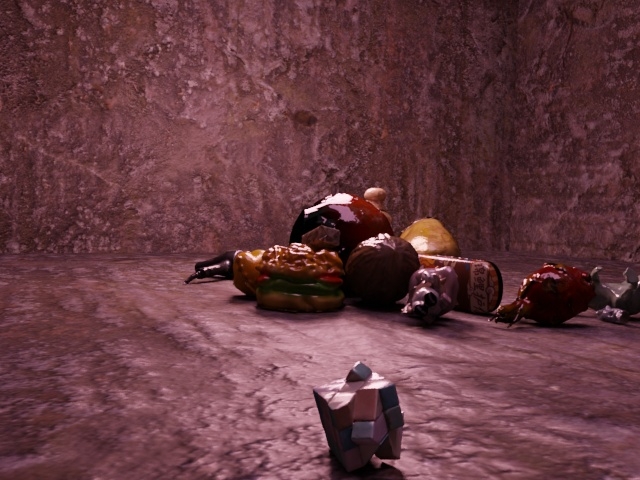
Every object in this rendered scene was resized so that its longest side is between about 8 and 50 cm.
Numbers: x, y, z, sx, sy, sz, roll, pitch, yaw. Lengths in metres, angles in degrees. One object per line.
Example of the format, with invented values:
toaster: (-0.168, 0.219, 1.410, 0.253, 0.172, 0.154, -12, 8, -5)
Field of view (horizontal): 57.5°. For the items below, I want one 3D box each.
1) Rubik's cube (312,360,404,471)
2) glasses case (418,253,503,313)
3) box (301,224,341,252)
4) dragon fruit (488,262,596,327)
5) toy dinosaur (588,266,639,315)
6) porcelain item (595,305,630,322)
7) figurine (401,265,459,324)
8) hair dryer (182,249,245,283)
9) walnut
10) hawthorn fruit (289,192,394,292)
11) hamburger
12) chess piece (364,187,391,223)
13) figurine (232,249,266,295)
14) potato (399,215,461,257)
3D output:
Rubik's cube: (0.042, 0.157, 0.520, 0.073, 0.075, 0.084, -16, 23, -18)
glasses case: (0.316, 0.100, 1.426, 0.082, 0.122, 0.321, 2, 2, -28)
box: (0.000, 0.000, 1.436, 0.062, 0.045, 0.098, 19, -24, -28)
dragon fruit: (0.453, 0.124, 1.207, 0.246, 0.125, 0.125, -21, -19, -23)
toy dinosaur: (0.697, 0.116, 1.280, 0.392, 0.092, 0.206, 10, -34, 8)
porcelain item: (0.628, 0.161, 1.259, 0.036, 0.028, 0.083, -35, 6, -8)
figurine: (0.235, 0.114, 1.232, 0.112, 0.137, 0.229, 34, 13, 9)
hair dryer: (-0.359, 0.091, 1.850, 0.235, 0.091, 0.271, -8, 2, 27)
walnut: (0.149, 0.067, 1.392, 0.178, 0.178, 0.230, 1, -23, -7)
hawthorn fruit: (0.054, 0.006, 1.637, 0.315, 0.316, 0.316, 1, 3, 0)
hamburger: (-0.050, 0.082, 1.376, 0.237, 0.149, 0.237, 2, 4, 0)
chess piece: (0.164, -0.018, 1.913, 0.138, 0.307, 0.124, 4, 3, 37)
figurine: (-0.149, 0.086, 1.548, 0.156, 0.131, 0.246, -35, -10, 21)
potato: (0.357, 0.055, 1.922, 0.229, 0.229, 0.266, 2, 18, 5)
